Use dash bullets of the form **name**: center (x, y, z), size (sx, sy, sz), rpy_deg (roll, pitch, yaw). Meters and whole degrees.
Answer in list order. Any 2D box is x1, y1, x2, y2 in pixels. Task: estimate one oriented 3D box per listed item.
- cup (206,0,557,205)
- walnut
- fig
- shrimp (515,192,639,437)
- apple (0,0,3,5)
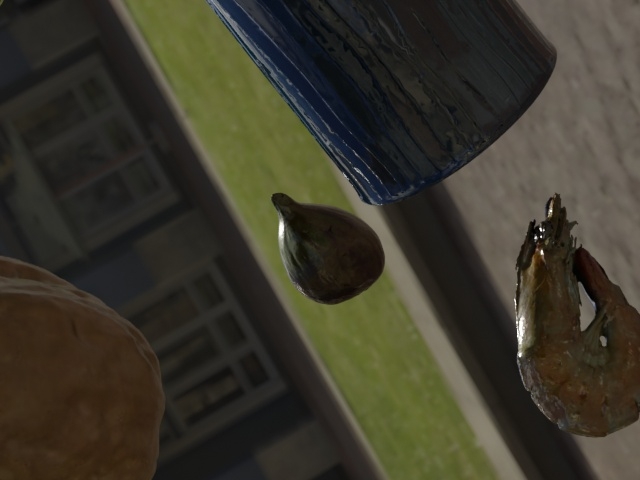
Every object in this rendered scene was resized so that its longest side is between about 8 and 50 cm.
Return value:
- **cup**: center (0.009, -0.100, 0.720), size (0.150, 0.113, 0.138), rpy_deg (-23, 115, 42)
- **walnut**: center (-0.328, 0.162, 1.481), size (0.344, 0.306, 0.306), rpy_deg (20, -159, -37)
- **fig**: center (0.000, 0.000, 1.762), size (0.155, 0.109, 0.103), rpy_deg (55, 152, -17)
- **shrimp**: center (0.189, 0.054, 1.145), size (0.042, 0.101, 0.190), rpy_deg (91, 171, -67)
- **apple**: center (-0.467, -0.318, 1.602), size (0.320, 0.360, 0.312), rpy_deg (45, -167, -10)
